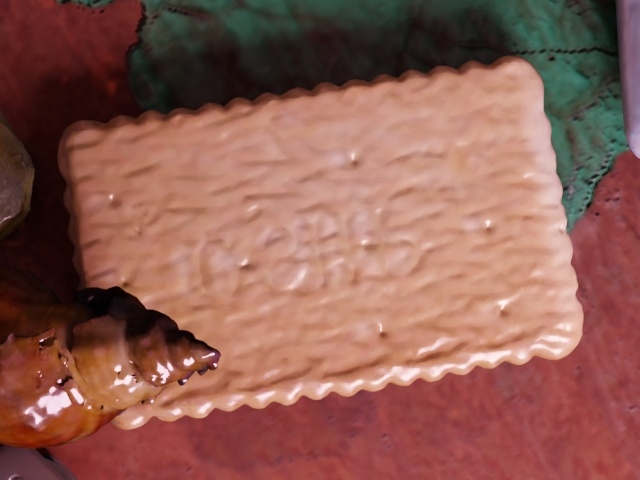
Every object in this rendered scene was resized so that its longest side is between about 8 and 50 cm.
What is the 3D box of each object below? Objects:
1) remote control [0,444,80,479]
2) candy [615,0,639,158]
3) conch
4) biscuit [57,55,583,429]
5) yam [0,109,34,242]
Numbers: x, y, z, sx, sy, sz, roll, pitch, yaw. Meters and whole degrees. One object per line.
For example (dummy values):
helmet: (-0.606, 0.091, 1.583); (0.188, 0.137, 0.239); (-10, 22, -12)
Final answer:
remote control: (-0.192, 0.235, 0.734); (0.103, 0.055, 0.277); (35, 85, 36)
candy: (0.235, -0.111, 0.774); (0.174, 0.071, 0.138); (-3, 86, -2)
conch: (-0.159, 0.053, 0.726); (0.233, 0.080, 0.086); (8, 115, 6)
biscuit: (0.000, 0.000, 0.782); (0.250, 0.030, 0.160); (-10, 87, -2)
yam: (-0.194, -0.062, 0.763); (0.070, 0.070, 0.146); (-30, 95, -3)
